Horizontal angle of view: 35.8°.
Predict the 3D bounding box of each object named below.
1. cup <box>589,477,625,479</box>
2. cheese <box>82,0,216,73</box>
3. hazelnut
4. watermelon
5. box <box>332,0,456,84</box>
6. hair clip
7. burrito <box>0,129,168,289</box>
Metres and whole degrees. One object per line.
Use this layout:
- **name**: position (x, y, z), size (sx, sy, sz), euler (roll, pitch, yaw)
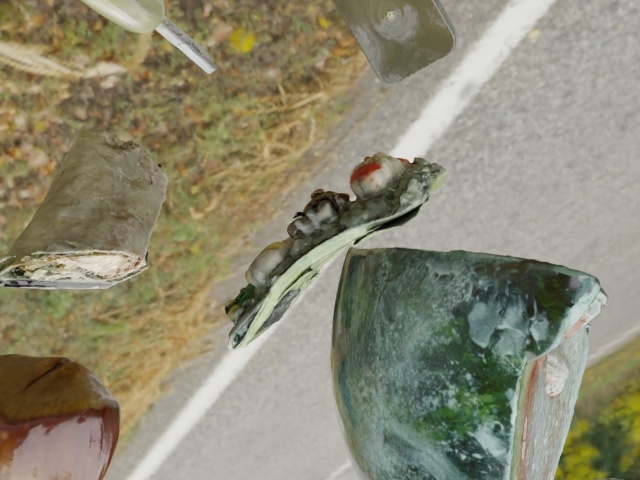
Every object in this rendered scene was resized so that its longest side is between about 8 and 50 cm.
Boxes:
- **cup**: position (0.306, 0.462, 1.280), size (0.292, 0.308, 0.242), euler (-29, -167, 46)
- **cheese**: position (-0.140, -0.182, 0.755), size (0.037, 0.097, 0.192), euler (-39, 143, 12)
- **hazelnut**: position (-0.360, 0.253, 1.265), size (0.181, 0.212, 0.181), euler (-47, 148, -36)
- **watermelon**: position (0.127, 0.125, 0.696), size (0.213, 0.290, 0.320), euler (-9, 173, -27)
- **box**: position (0.072, -0.223, 0.965), size (0.091, 0.126, 0.031), euler (-28, -169, 29)
- **hair clip**: position (-0.002, -0.001, 1.110), size (0.321, 0.091, 0.138), euler (-39, 180, 25)
- **burrito**: position (-0.296, -0.029, 1.321), size (0.175, 0.348, 0.107), euler (25, 125, -10)
